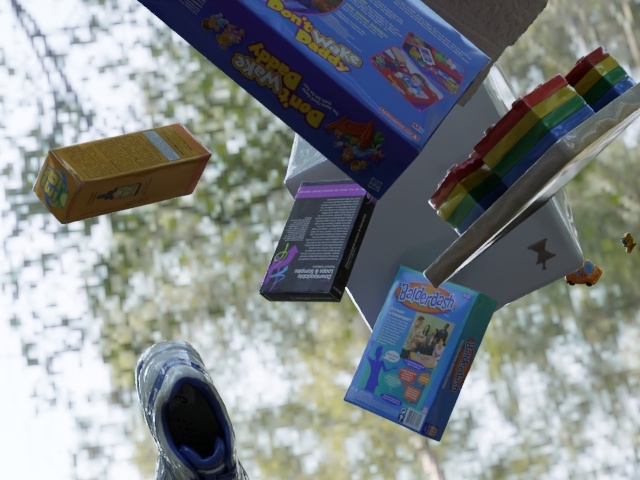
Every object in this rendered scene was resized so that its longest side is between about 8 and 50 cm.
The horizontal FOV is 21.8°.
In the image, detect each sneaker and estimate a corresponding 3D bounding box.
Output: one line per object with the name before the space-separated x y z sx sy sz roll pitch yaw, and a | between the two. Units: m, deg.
sneaker | -0.144 0.268 1.968 0.112 0.131 0.296 -23 -72 -10

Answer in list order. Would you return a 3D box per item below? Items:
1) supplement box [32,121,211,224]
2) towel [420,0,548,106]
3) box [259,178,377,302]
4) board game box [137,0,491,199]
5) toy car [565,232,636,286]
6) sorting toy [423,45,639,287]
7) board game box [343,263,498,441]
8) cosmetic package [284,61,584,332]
supplement box | -0.254 -0.089 2.150 0.233 0.080 0.078 -18 -34 -49
towel | 0.137 -0.307 2.091 0.282 0.049 0.187 31 -72 -28
box | 0.000 0.000 2.013 0.116 0.162 0.029 -1 -33 42
board game box | -0.014 -0.224 1.686 0.347 0.233 0.078 40 -53 0
toy car | 0.434 0.023 2.616 0.122 0.060 0.040 -42 -56 -19
sorting toy | 0.232 -0.094 1.843 0.257 0.089 0.255 -34 -10 -47
board game box | 0.137 0.153 2.297 0.160 0.210 0.047 20 -4 46
cosmetic package | 0.173 -0.086 2.532 0.329 0.393 0.327 -27 -74 12
